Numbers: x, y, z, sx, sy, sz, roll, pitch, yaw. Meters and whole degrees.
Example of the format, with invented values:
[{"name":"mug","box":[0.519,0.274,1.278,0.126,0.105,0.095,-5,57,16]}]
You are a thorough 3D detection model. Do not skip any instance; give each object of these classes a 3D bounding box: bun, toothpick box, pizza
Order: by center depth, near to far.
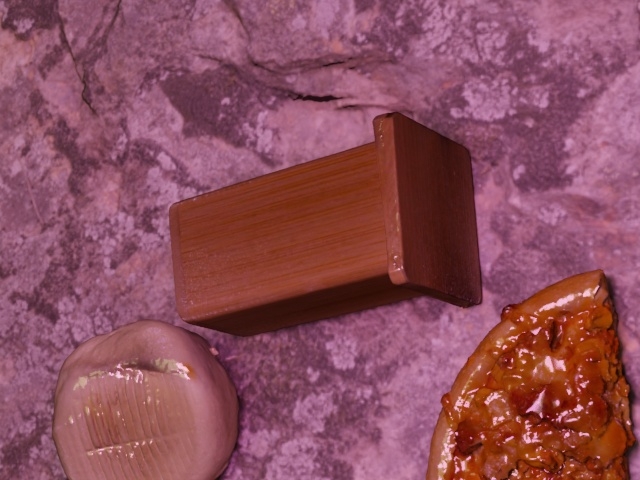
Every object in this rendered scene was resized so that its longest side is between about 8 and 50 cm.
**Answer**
[{"name":"pizza","box":[0.235,0.192,1.905,0.226,0.086,0.336,36,96,31]},{"name":"toothpick box","box":[0.000,0.000,2.023,0.308,0.187,0.190,-14,74,29]},{"name":"bun","box":[-0.202,0.197,2.116,0.229,0.145,0.229,2,107,7]}]
